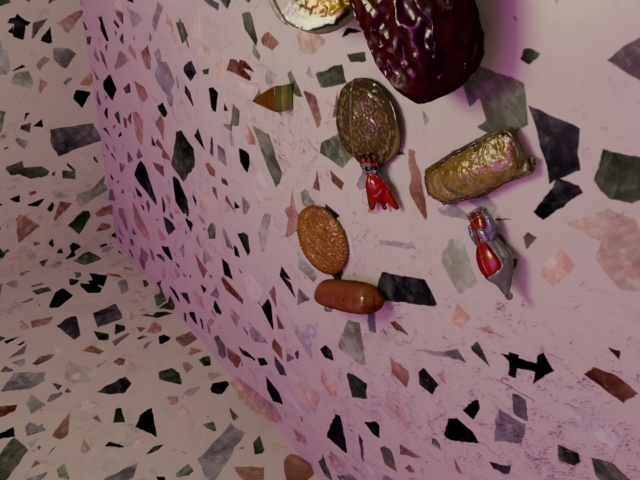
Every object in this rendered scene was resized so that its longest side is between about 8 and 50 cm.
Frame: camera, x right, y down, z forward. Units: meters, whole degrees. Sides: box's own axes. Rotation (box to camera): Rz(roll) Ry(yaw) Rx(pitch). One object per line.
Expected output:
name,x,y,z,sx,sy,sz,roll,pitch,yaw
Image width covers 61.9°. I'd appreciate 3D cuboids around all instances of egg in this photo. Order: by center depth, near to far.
egg,0.022,-0.648,1.303,0.264,0.174,0.286,43,120,11

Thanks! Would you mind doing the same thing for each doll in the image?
doll,0.403,0.033,1.259,0.102,0.075,0.227,126,125,-67
doll,0.152,-0.159,1.482,0.109,0.057,0.169,3,126,51

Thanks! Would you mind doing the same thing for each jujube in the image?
jujube,0.197,-0.484,1.103,0.258,0.258,0.377,-12,112,54

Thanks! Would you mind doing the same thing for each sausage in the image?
sausage,0.097,0.179,1.712,0.259,0.113,0.114,2,110,51

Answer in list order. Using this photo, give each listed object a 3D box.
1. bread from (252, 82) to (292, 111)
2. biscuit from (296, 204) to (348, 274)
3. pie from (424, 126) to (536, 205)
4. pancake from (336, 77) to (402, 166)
bread,-0.157,-0.472,1.709,0.139,0.074,0.084,33,134,40
biscuit,0.000,0.000,1.804,0.254,0.035,0.254,29,131,40
pie,0.354,-0.161,1.224,0.282,0.068,0.129,-24,90,51
pancake,0.130,-0.315,1.458,0.250,0.031,0.250,29,131,41
